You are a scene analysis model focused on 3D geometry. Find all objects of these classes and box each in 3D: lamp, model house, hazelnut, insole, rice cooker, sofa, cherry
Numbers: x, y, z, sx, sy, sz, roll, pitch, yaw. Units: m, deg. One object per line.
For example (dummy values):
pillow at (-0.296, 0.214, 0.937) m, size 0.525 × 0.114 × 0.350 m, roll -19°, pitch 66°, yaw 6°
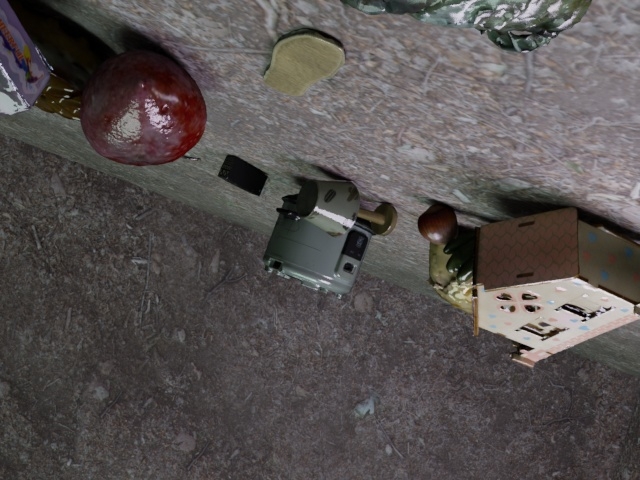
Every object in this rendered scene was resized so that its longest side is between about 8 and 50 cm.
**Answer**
lamp at (0.058, -0.061, 1.411) m, size 0.215 × 0.121 × 0.121 m, roll 15°, pitch 178°, yaw -35°
model house at (0.349, 0.065, 1.107) m, size 0.244 × 0.169 × 0.326 m, roll 19°, pitch 150°, yaw -14°
hazelnut at (0.230, -0.028, 1.302) m, size 0.086 × 0.086 × 0.086 m, roll 21°, pitch 173°, yaw 3°
insole at (-0.028, -0.219, 0.855) m, size 0.081 × 0.011 × 0.248 m, roll 22°, pitch 174°, yaw -13°
rice cooker at (0.000, 0.000, 1.583) m, size 0.281 × 0.226 × 0.241 m, roll 24°, pitch 175°, yaw -41°
sofa at (-0.187, -0.157, 1.628) m, size 0.039 × 0.060 × 0.118 m, roll 23°, pitch 178°, yaw 43°
cherry at (-0.269, -0.203, 1.030) m, size 0.192 × 0.175 × 0.250 m, roll 13°, pitch 173°, yaw -9°

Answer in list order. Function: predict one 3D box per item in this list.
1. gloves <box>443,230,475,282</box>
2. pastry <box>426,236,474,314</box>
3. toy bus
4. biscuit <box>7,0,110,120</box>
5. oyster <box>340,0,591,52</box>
gloves at (0.366, 0.032, 1.265) m, size 0.268 × 0.107 × 0.135 m, roll 4°, pitch -179°, yaw 0°
pastry at (0.356, 0.087, 1.461) m, size 0.237 × 0.170 × 0.256 m, roll 20°, pitch 179°, yaw 35°
toy bus at (-0.463, -0.294, 0.835) m, size 0.138 × 0.112 × 0.317 m, roll 10°, pitch 151°, yaw 12°
biscuit at (-0.479, -0.300, 1.151) m, size 0.268 × 0.115 × 0.366 m, roll 21°, pitch 174°, yaw 2°
oyster at (0.044, -0.201, 0.371) m, size 0.268 × 0.112 × 0.198 m, roll 25°, pitch 173°, yaw -8°
